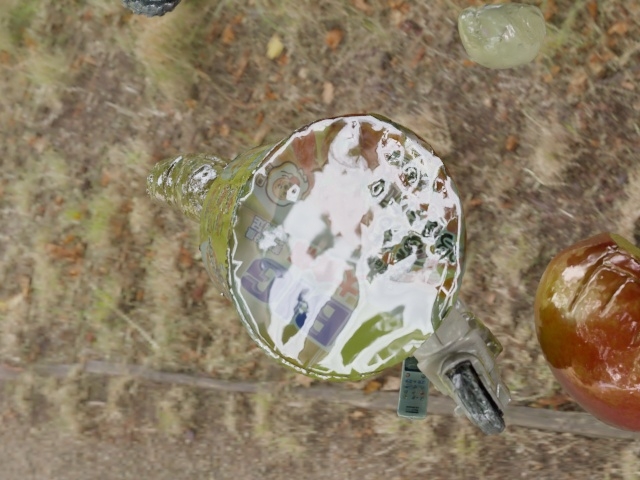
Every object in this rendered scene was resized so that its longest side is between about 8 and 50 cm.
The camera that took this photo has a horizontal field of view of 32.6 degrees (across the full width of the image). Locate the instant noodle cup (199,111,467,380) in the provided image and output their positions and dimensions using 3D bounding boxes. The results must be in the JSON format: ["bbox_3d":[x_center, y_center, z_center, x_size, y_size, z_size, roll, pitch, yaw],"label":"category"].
[{"bbox_3d":[0.000,0.000,0.887,0.153,0.205,0.205,14,87,69],"label":"instant noodle cup"}]

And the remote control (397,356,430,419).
[{"bbox_3d":[0.166,0.256,1.928,0.053,0.018,0.124,4,60,10],"label":"remote control"}]

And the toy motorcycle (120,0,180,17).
[{"bbox_3d":[-0.299,-0.448,1.477,0.327,0.143,0.188,37,62,-5],"label":"toy motorcycle"}]

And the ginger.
[{"bbox_3d":[-0.191,-0.087,1.777,0.263,0.109,0.116,15,96,57],"label":"ginger"}]

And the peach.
[{"bbox_3d":[0.412,0.127,1.396,0.275,0.249,0.245,37,122,57],"label":"peach"}]

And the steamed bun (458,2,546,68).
[{"bbox_3d":[0.261,-0.293,1.585,0.112,0.130,0.090,3,95,44],"label":"steamed bun"}]

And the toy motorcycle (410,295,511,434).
[{"bbox_3d":[0.170,0.136,1.442,0.108,0.341,0.223,-34,87,7],"label":"toy motorcycle"}]
